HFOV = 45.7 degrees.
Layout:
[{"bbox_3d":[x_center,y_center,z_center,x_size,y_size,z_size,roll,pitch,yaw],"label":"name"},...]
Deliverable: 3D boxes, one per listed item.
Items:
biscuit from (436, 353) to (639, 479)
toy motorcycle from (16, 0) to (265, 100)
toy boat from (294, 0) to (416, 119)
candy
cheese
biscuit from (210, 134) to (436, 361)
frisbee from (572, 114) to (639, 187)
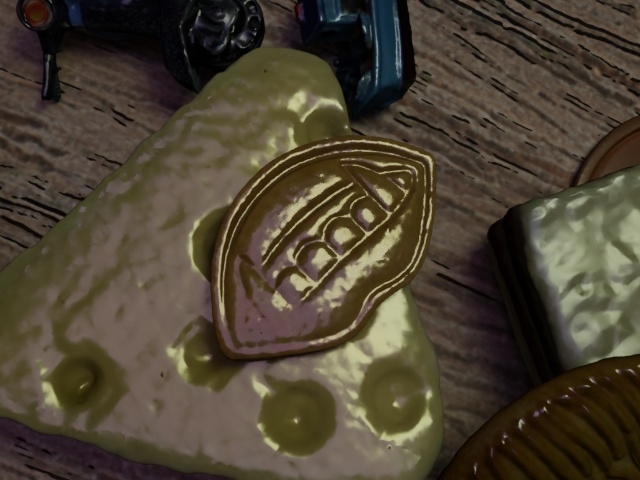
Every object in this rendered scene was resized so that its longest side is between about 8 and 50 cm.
[{"bbox_3d":[0.220,0.227,0.562,0.317,0.040,0.318,-3,111,-7],"label":"biscuit"},{"bbox_3d":[-0.179,-0.289,0.691,0.212,0.125,0.359,-13,77,2],"label":"toy motorcycle"},{"bbox_3d":[0.022,-0.221,0.695,0.097,0.100,0.223,-4,77,-19],"label":"toy boat"},{"bbox_3d":[0.310,0.015,0.626,0.320,0.135,0.179,-20,80,-5],"label":"candy"},{"bbox_3d":[-0.046,0.069,0.626,0.384,0.104,0.384,1,77,-3],"label":"cheese"},{"bbox_3d":[0.000,0.000,0.576,0.220,0.029,0.142,-40,82,-11],"label":"biscuit"},{"bbox_3d":[0.351,-0.005,0.709,0.250,0.021,0.251,1,79,-4],"label":"frisbee"}]
